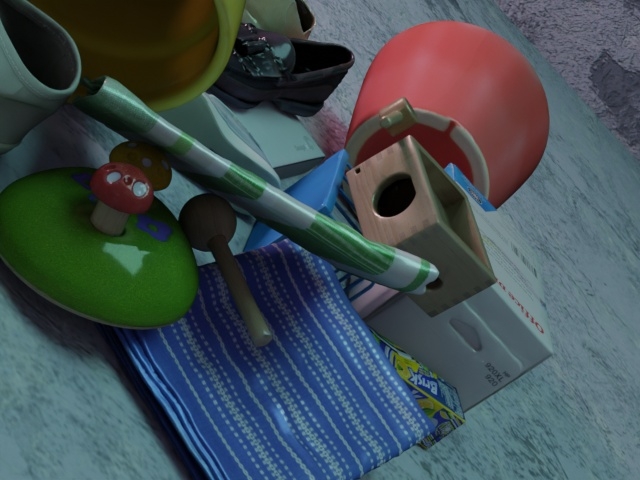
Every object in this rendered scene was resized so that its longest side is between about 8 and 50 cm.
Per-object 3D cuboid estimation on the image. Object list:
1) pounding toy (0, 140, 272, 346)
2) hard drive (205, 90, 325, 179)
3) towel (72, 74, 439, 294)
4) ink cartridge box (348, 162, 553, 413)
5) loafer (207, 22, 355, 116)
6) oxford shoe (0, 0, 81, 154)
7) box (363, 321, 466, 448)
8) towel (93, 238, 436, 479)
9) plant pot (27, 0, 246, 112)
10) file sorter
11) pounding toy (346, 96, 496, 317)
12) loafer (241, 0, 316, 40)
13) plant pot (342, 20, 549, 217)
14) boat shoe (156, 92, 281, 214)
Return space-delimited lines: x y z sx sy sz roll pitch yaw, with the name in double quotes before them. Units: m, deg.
"pounding toy" -0.143 -0.021 1.208 0.237 0.110 0.183 12 31 -33
"hard drive" -0.127 -0.206 1.754 0.307 0.040 0.203 54 20 6
"towel" -0.065 -0.051 1.294 0.325 0.038 0.248 32 -3 -15
"ink cartridge box" 0.147 0.062 1.706 0.171 0.168 0.233 46 21 -18
"loafer" -0.058 -0.215 1.717 0.109 0.095 0.302 58 21 16
"oxford shoe" -0.325 -0.200 1.084 0.449 0.130 0.169 40 25 -59
"box" 0.079 0.155 1.564 0.169 0.059 0.054 37 24 -35
"towel" -0.038 0.115 1.322 0.243 0.040 0.336 57 32 10
"plant pot" -0.181 -0.287 1.380 0.254 0.254 0.239 41 42 -28
"file sorter" 0.000 0.000 1.576 0.104 0.118 0.170 51 20 -15
"pounding toy" 0.077 -0.053 1.523 0.181 0.094 0.206 42 25 -44
"loafer" -0.051 -0.276 1.906 0.102 0.092 0.268 54 5 4
"plant pot" 0.150 -0.125 1.938 0.275 0.275 0.243 49 30 -8
"boat shoe" -0.130 -0.116 1.562 0.227 0.079 0.081 44 12 -34
